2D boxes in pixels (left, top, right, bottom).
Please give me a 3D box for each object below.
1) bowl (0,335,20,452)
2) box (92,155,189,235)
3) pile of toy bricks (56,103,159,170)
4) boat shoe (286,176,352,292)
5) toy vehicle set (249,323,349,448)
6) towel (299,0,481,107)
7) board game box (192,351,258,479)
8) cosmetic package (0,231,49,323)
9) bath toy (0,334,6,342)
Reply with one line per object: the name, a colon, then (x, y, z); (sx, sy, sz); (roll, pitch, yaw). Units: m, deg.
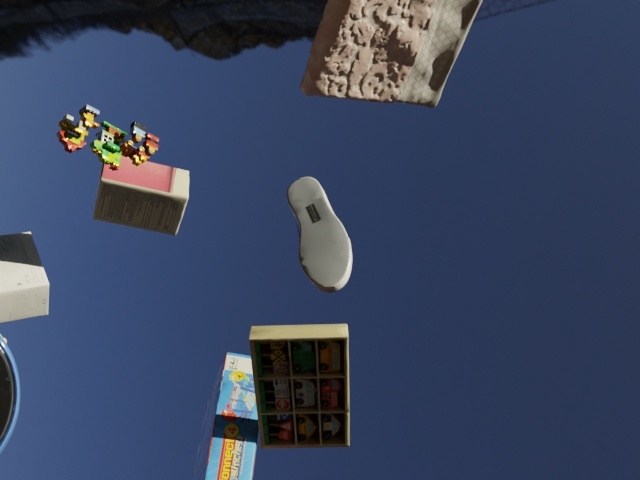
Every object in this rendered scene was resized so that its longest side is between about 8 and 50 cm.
bowl: (-0.756, 0.298, 1.173); (0.077, 0.390, 0.392); (-19, -117, 50)
box: (-0.491, -0.127, 1.753); (0.127, 0.232, 0.149); (-101, -150, -46)
pile of toy bricks: (-0.462, -0.204, 1.410); (0.118, 0.212, 0.105); (-21, -122, 35)
boat shoe: (0.000, 0.000, 0.977); (0.080, 0.076, 0.229); (-24, -133, 1)
toy vehicle set: (-0.033, 0.263, 1.130); (0.035, 0.165, 0.267); (-91, 179, -58)
towel: (0.148, -0.407, 1.195); (0.053, 0.316, 0.332); (60, -40, 42)
board game box: (-0.197, 0.432, 1.288); (0.308, 0.086, 0.302); (116, -16, -50)
cosmetic package: (-0.905, 0.108, 1.789); (0.224, 0.224, 0.138); (53, -41, 34)
bath toy: (-0.881, 0.230, 1.488); (0.128, 0.348, 0.152); (11, -101, 9)
